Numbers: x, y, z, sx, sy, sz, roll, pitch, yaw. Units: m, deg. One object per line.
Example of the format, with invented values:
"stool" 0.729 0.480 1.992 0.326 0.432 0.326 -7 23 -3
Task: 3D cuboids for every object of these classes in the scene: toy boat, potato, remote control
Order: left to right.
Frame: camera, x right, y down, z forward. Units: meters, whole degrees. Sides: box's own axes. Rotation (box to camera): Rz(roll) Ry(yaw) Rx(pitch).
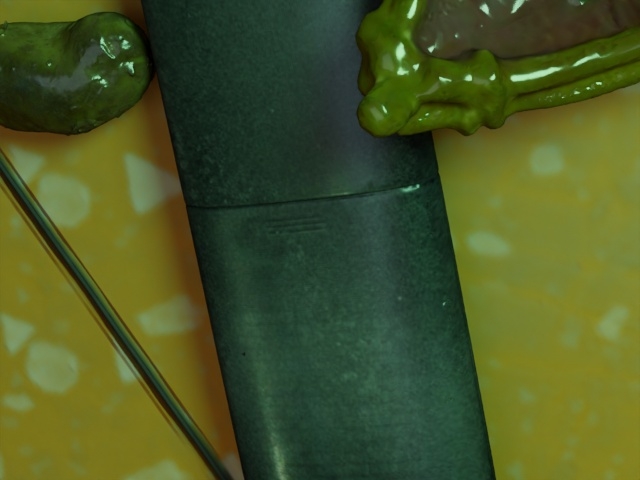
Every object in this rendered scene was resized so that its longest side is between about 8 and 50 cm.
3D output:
"potato" -0.106 -0.065 0.753 0.092 0.045 0.046 -4 69 21
"remote control" 0.000 0.000 0.730 0.107 0.044 0.377 -7 104 19
"toy boat" 0.133 -0.149 0.600 0.141 0.099 0.318 45 115 0
